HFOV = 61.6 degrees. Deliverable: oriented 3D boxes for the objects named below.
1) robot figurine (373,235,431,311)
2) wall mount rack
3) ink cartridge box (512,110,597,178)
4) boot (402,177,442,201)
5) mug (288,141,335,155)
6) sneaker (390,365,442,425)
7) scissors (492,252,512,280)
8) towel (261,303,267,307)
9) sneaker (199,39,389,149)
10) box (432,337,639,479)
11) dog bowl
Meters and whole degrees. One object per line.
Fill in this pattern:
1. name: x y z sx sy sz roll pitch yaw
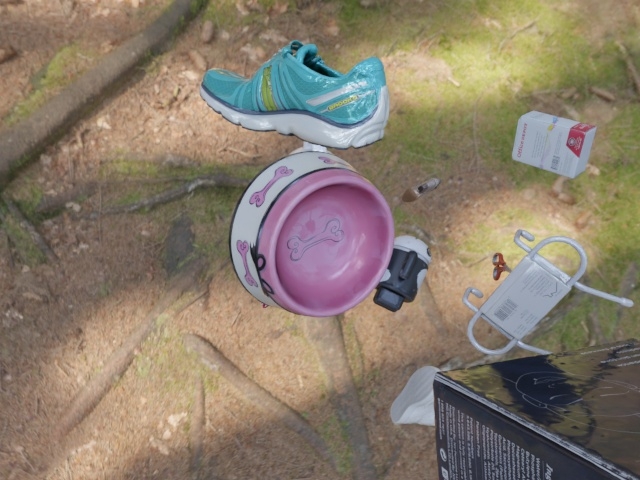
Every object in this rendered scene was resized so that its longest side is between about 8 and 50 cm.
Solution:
1. robot figurine: 0.294 0.118 1.949 0.174 0.209 0.278 36 74 -33
2. wall mount rack: 0.518 0.146 1.247 0.304 0.350 0.130 38 31 11
3. ink cartridge box: 0.609 -0.255 1.410 0.072 0.127 0.175 -28 42 -34
4. boot: 0.316 -0.155 1.649 0.087 0.118 0.042 -21 86 -35
5. mug: -0.019 -0.204 1.804 0.277 0.373 0.328 -6 41 -7
6. sneaker: 0.367 0.512 1.758 0.169 0.292 0.108 12 44 -18
7. scissors: 0.673 0.088 1.971 0.021 0.297 0.108 6 83 5
8. towel: -0.088 0.051 1.571 0.031 0.275 0.198 43 16 -44
9. sneaker: -0.035 -0.192 0.670 0.276 0.109 0.107 17 28 29
10. box: 0.503 0.365 0.832 0.481 0.472 0.297 -5 91 -16
11. dog bowl: 0.000 0.000 1.277 0.408 0.150 0.407 -11 112 -28
